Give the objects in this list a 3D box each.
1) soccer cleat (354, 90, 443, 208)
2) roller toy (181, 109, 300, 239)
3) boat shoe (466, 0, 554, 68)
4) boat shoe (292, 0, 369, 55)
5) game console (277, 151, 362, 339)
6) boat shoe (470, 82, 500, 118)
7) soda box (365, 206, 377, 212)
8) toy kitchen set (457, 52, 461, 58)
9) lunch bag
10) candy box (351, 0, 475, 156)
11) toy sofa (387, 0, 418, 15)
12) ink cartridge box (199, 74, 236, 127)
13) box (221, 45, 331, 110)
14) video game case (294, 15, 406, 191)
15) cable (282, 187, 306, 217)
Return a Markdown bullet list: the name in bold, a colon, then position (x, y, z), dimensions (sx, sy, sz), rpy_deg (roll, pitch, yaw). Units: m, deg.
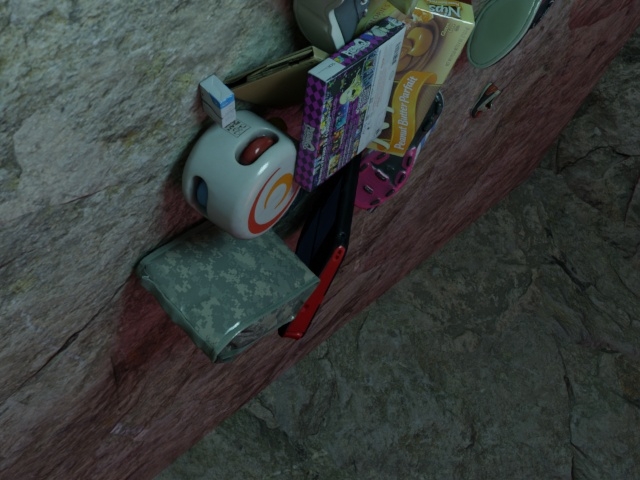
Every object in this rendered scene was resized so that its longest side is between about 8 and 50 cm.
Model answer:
- **soccer cleat**: position (0.180, -0.220, 1.749), dimensions (0.331, 0.116, 0.143), rpy_deg (-55, -173, 14)
- **roller toy**: position (-0.128, -0.114, 1.235), dimensions (0.209, 0.146, 0.191), rpy_deg (-59, 163, 10)
- **boat shoe**: position (0.462, -0.537, 1.684), dimensions (0.113, 0.127, 0.340), rpy_deg (-4, 128, -49)
- **boat shoe**: position (0.017, -0.373, 1.038), dimensions (0.099, 0.116, 0.319), rpy_deg (-50, 169, -8)
- **game console**: position (0.000, 0.000, 1.655), dimensions (0.386, 0.060, 0.342), rpy_deg (-80, -169, -47)
- **boat shoe**: position (0.491, -0.409, 2.211), dimensions (0.049, 0.043, 0.137), rpy_deg (-36, 163, -34)
- **soda box**: position (0.118, -0.119, 1.987), dimensions (0.060, 0.053, 0.169), rpy_deg (-48, 163, 9)
- **toy kitchen set**: position (0.155, -0.410, 1.353), dimensions (0.122, 0.166, 0.207), rpy_deg (-33, 125, -46)
- **lunch bag**: position (-0.186, 0.091, 1.429), dimensions (0.287, 0.235, 0.169), rpy_deg (-28, 160, -45)
- **candy box**: position (0.119, -0.301, 1.310), dimensions (0.316, 0.183, 0.087), rpy_deg (116, -17, -49)
- **toy sofa**: position (0.215, -0.498, 1.131), dimensions (0.363, 0.150, 0.177), rpy_deg (-33, 161, -36)
- **ink cartridge box**: position (-0.154, -0.204, 1.123), dimensions (0.028, 0.048, 0.083), rpy_deg (-39, 162, -19)
- **box**: position (-0.042, -0.254, 1.187), dimensions (0.165, 0.021, 0.201), rpy_deg (-16, 176, 23)
- **video game case**: position (0.046, -0.217, 1.199), dimensions (0.210, 0.042, 0.232), rpy_deg (-43, 157, -33)
- **cable**: position (-0.067, -0.115, 1.580), dimensions (0.151, 0.047, 0.184), rpy_deg (-37, 160, -42)
